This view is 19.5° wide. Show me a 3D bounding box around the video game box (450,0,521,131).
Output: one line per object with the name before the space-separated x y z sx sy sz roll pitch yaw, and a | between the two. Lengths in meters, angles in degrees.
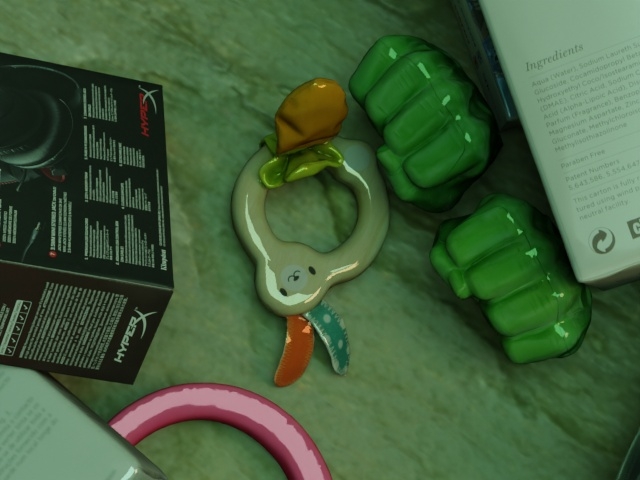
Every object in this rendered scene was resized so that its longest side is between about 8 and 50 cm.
video game box | 0.210 -0.206 1.517 0.205 0.048 0.187 -18 79 -10

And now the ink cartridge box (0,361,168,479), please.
ink cartridge box | -0.351 0.169 1.344 0.385 0.091 0.308 38 85 18

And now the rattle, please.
rattle | 0.000 0.000 1.404 0.130 0.143 0.200 17 70 -21

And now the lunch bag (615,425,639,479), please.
lunch bag | 0.329 0.133 1.340 0.169 0.287 0.235 31 74 3

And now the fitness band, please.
fitness band | -0.079 0.250 1.380 0.209 0.054 0.291 -12 81 -10

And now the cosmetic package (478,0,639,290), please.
cosmetic package | 0.204 -0.166 1.361 0.156 0.217 0.385 -19 85 11

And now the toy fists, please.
toy fists | 0.114 -0.032 1.414 0.096 0.142 0.279 -29 82 7

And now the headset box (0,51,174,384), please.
headset box | -0.260 -0.032 1.311 0.293 0.110 0.218 10 43 -18
